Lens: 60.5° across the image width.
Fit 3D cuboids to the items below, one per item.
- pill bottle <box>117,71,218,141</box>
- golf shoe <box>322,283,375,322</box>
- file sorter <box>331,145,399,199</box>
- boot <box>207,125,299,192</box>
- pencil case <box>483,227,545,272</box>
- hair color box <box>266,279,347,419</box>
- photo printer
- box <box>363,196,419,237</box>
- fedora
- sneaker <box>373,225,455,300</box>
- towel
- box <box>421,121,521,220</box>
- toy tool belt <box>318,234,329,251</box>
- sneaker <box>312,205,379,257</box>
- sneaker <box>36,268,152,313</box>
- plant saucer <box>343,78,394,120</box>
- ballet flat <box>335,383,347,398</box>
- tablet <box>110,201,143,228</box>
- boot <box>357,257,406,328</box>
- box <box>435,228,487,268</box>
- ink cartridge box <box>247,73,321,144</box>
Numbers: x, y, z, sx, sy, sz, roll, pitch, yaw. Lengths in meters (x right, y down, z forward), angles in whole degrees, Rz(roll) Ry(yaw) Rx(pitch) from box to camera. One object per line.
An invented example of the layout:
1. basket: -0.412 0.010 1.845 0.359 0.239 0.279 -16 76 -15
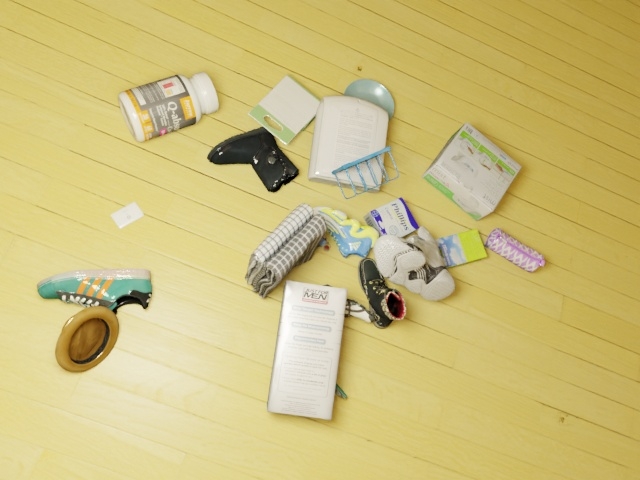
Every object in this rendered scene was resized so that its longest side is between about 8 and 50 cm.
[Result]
1. pill bottle: -0.474 -0.426 1.725 0.278 0.162 0.162 -25 82 -20
2. golf shoe: 0.073 0.220 1.733 0.198 0.077 0.094 30 79 3
3. file sorter: 0.145 -0.212 1.740 0.170 0.118 0.104 -25 95 -17
4. boot: -0.212 -0.245 1.775 0.246 0.094 0.207 -28 79 -27
5. pencil case: 0.683 0.033 1.936 0.206 0.088 0.086 29 71 -6
6. hair color box: -0.040 0.316 1.610 0.185 0.113 0.374 9 80 -4
7. photo printer: 0.097 -0.333 1.855 0.256 0.107 0.307 9 82 -14
8. box: 0.239 -0.061 1.854 0.137 0.072 0.126 -26 82 -21
9. fedora: -0.650 0.261 1.502 0.079 0.194 0.194 22 63 35
10. sneaker: 0.275 0.040 1.731 0.366 0.137 0.210 33 30 -37
11. towel: -0.106 0.042 1.618 0.121 0.283 0.235 40 65 4
12. box: 0.541 -0.245 1.960 0.262 0.127 0.231 38 69 -2
13. toy tool belt: 0.000 0.000 1.783 0.083 0.051 0.052 42 68 0
14. sneaker: 0.067 -0.020 1.787 0.240 0.091 0.126 23 78 0
15. sneaker: -0.630 0.151 1.540 0.302 0.108 0.121 -4 71 -17
16. plant saucer: 0.170 -0.489 1.981 0.195 0.037 0.195 4 73 -13
17. ballet flat: 0.034 0.442 1.673 0.041 0.041 0.114 -35 85 -21
18. tablet: -0.589 -0.078 1.674 0.083 0.006 0.054 -34 85 -21
19. boot: 0.194 0.153 1.719 0.085 0.178 0.236 -11 79 -15
20. box: 0.479 0.031 1.906 0.178 0.042 0.109 -13 77 -18
21. ink cartridge box: -0.118 -0.438 1.871 0.171 0.056 0.235 39 64 -2
